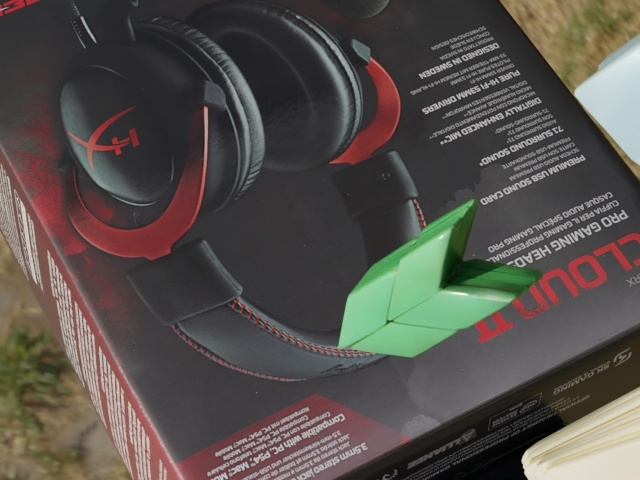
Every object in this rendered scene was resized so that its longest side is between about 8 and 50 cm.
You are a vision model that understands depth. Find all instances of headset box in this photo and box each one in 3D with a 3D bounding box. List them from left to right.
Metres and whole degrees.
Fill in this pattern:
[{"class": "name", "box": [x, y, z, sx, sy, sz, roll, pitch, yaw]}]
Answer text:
[{"class": "headset box", "box": [0.000, 0.000, 0.673, 0.218, 0.110, 0.293, -24, 62, -16]}]

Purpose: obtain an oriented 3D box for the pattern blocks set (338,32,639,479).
[{"class": "pattern blocks set", "box": [0.145, 0.100, 0.397, 0.325, 0.026, 0.285, 42, 138, 3]}]
